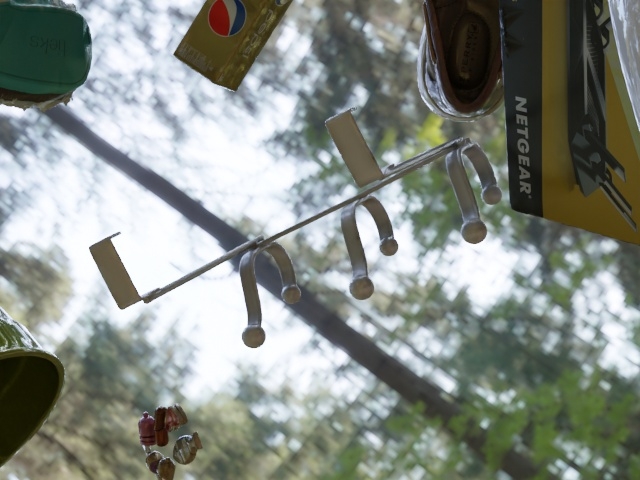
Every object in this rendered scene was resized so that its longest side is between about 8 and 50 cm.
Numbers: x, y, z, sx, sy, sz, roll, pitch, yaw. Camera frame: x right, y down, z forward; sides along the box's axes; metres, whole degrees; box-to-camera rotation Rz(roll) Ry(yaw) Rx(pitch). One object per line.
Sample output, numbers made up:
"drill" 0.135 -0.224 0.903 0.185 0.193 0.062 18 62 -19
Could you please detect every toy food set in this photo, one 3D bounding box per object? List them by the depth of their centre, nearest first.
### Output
"toy food set" -0.164 0.207 1.511 0.019 0.078 0.122 -12 -25 -33

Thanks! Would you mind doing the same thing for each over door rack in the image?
"over door rack" 0.000 0.000 1.187 0.239 0.108 0.324 -27 -10 21

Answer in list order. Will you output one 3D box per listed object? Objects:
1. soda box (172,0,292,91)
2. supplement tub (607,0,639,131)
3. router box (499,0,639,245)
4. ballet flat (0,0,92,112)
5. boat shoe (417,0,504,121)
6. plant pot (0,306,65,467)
"soda box" -0.069 -0.241 1.458 0.181 0.058 0.061 -56 -16 8
"supplement tub" 0.321 -0.102 0.709 0.316 0.228 0.228 -17 -26 21
"router box" 0.252 -0.148 1.107 0.081 0.243 0.309 -26 -60 -36
"ballet flat" -0.339 -0.172 1.216 0.147 0.147 0.409 -60 -18 8
"boat shoe" 0.144 -0.279 1.322 0.123 0.123 0.342 -36 -47 -83
"plant pot" -0.581 0.137 1.894 0.366 0.353 0.366 -34 -21 -15
